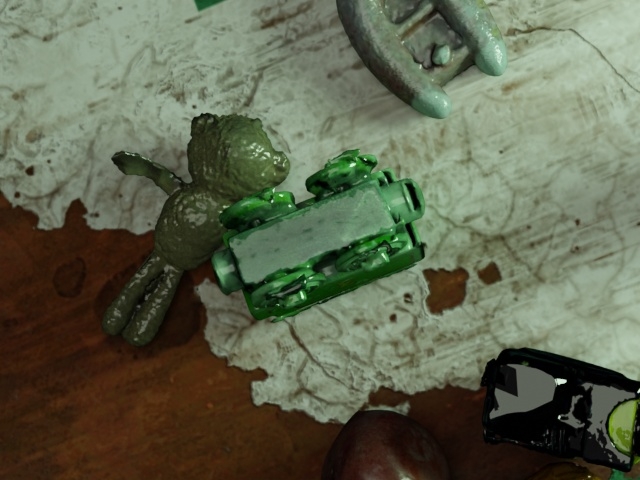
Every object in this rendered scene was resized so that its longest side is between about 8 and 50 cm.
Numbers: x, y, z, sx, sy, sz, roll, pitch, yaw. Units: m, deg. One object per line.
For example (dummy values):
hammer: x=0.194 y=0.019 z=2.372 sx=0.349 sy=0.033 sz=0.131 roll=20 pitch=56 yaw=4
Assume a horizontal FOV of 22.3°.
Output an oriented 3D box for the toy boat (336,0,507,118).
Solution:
toy boat: x=0.106 y=-0.255 z=1.862 sx=0.155 sy=0.085 sz=0.227 roll=-38 pitch=79 yaw=7

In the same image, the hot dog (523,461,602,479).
hot dog: x=0.216 y=0.335 z=1.767 sx=0.227 sy=0.099 sz=0.160 roll=-37 pitch=122 yaw=15

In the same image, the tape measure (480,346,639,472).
tape measure: x=0.266 y=0.181 z=1.739 sx=0.199 sy=0.186 sz=0.112 roll=16 pitch=93 yaw=9

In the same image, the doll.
doll: x=-0.145 y=-0.010 z=1.900 sx=0.202 sy=0.091 sz=0.286 roll=7 pitch=96 yaw=5

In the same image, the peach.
peach: x=0.063 y=0.258 z=1.801 sx=0.152 sy=0.152 sz=0.152 roll=-1 pitch=85 yaw=12

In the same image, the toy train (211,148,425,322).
toy train: x=0.000 y=0.000 z=1.801 sx=0.243 sy=0.188 sz=0.132 roll=-22 pitch=77 yaw=0
